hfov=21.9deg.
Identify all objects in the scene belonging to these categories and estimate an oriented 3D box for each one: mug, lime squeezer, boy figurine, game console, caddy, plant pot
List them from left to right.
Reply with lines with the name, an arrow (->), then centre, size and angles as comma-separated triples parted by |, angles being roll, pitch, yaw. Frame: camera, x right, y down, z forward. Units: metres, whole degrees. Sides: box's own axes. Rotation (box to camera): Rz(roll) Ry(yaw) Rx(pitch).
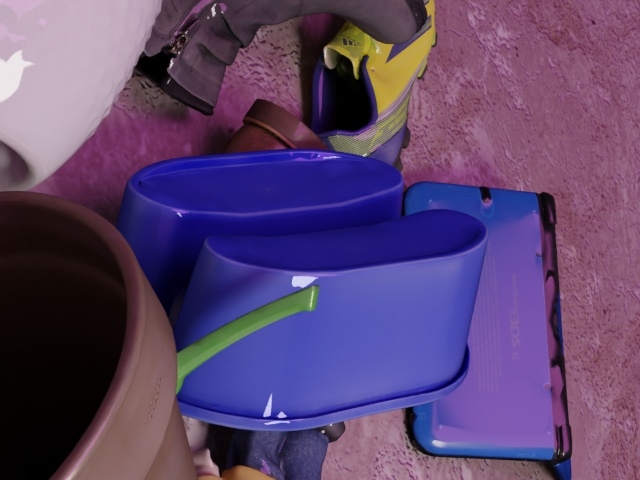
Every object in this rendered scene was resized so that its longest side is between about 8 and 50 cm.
mug -> -0.260, -0.230, 1.130 | 0.374, 0.276, 0.328 | 43, 53, -57
plant pot -> -0.203, 0.175, 1.079 | 0.280, 0.323, 0.323 | 60, 37, -42
lime squeezer -> -0.158, 0.063, 1.195 | 0.059, 0.310, 0.110 | -36, 133, -64
boy figurine -> -0.056, 0.255, 1.375 | 0.177, 0.092, 0.285 | 44, 47, -33
caddy -> -0.024, 0.050, 1.348 | 0.341, 0.241, 0.179 | -7, 119, -38
game console -> 0.183, 0.107, 1.779 | 0.250, 0.173, 0.293 | 5, 69, -18

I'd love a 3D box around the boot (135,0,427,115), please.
boot -> -0.061, -0.206, 1.497 | 0.338, 0.118, 0.222 | 32, 83, -41

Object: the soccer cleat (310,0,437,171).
soccer cleat -> 0.049, -0.191, 1.661 | 0.121, 0.093, 0.289 | 43, 48, -46

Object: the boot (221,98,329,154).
boot -> 0.000, 0.000, 1.560 | 0.115, 0.112, 0.305 | -54, 130, -10
